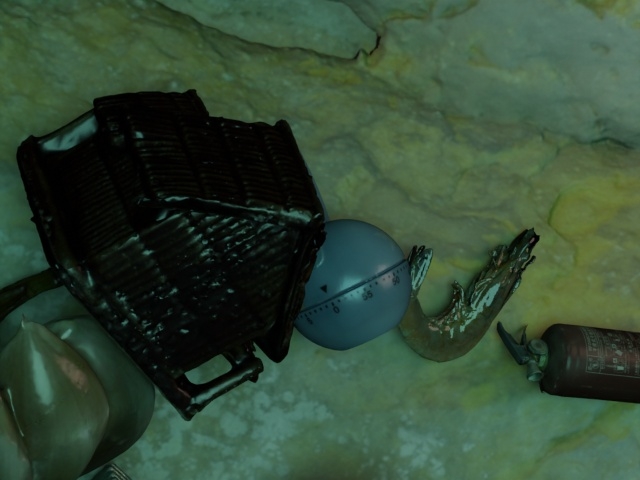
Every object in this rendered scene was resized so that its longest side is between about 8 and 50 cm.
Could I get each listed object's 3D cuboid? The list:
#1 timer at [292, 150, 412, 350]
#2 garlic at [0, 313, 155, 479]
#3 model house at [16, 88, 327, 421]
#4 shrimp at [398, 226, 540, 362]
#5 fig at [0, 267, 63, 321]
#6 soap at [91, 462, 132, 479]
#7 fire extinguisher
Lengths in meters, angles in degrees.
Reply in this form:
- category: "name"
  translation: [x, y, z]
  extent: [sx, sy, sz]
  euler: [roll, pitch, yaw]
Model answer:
- category: "timer"
  translation: [-0.007, 0.020, 1.768]
  extent: [0.255, 0.175, 0.175]
  euler: [42, 84, 4]
- category: "garlic"
  translation: [-0.298, 0.209, 1.648]
  extent: [0.132, 0.279, 0.325]
  euler: [37, 126, 13]
- category: "model house"
  translation: [-0.136, -0.028, 1.662]
  extent: [0.282, 0.317, 0.297]
  euler: [-35, 132, 7]
- category: "shrimp"
  translation: [0.177, 0.046, 1.852]
  extent: [0.219, 0.046, 0.152]
  euler: [-48, 114, -7]
- category: "fig"
  translation: [-0.419, 0.141, 1.685]
  extent: [0.290, 0.191, 0.190]
  euler: [-20, 100, -47]
- category: "soap"
  translation: [-0.196, 0.355, 1.752]
  extent: [0.198, 0.119, 0.066]
  euler: [44, 83, -12]
- category: "fire extinguisher"
  translation: [0.358, 0.154, 1.886]
  extent: [0.269, 0.105, 0.105]
  euler: [6, 92, -13]
